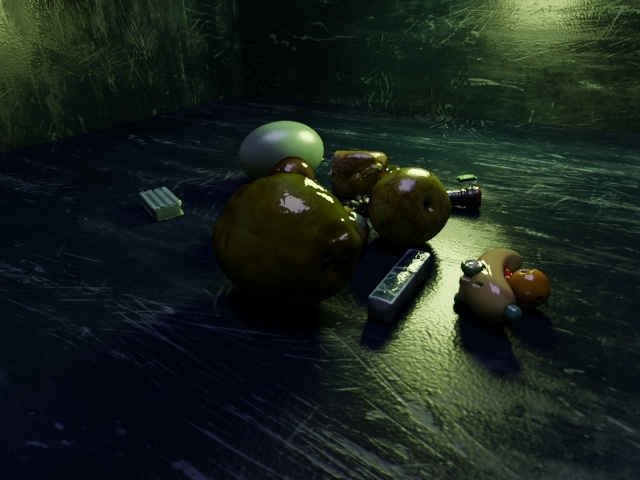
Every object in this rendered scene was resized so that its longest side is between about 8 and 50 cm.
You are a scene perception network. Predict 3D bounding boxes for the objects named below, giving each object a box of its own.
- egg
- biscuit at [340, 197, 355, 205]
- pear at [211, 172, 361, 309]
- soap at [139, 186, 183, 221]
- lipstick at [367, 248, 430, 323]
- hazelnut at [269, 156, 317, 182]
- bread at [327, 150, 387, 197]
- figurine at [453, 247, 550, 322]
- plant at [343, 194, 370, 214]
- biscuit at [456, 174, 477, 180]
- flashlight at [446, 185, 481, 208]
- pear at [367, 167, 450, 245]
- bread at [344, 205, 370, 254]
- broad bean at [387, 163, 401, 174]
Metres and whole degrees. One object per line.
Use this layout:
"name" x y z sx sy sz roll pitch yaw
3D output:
"egg" -0.169 -0.383 2.061 0.389 0.275 0.276 -14 30 -22
"biscuit" 0.126 -0.154 1.891 0.092 0.016 0.082 -6 26 -7
"pear" -0.089 0.003 1.244 0.414 0.351 0.352 22 35 31
"soap" -0.626 -0.145 1.838 0.115 0.063 0.198 -18 32 -27
"lipstick" 0.219 0.120 1.284 0.078 0.076 0.290 16 34 26
"hazelnut" -0.123 -0.235 1.894 0.208 0.208 0.208 -1 27 0
"bread" 0.141 -0.268 1.910 0.247 0.195 0.176 5 14 17
"figurine" 0.494 0.113 1.245 0.222 0.124 0.325 17 28 30
"plant" 0.140 -0.126 1.773 0.174 0.087 0.085 -23 -1 -30
"biscuit" 0.664 -0.286 2.134 0.089 0.016 0.046 -10 30 -17
"flashlight" 0.506 -0.162 1.832 0.232 0.092 0.093 -3 27 7
"pear" 0.284 -0.110 1.546 0.284 0.283 0.283 -1 27 0
"bread" 0.086 -0.030 1.512 0.161 0.088 0.233 35 36 0
"broad bean" 0.272 -0.263 2.060 0.207 0.072 0.153 -32 35 -26
